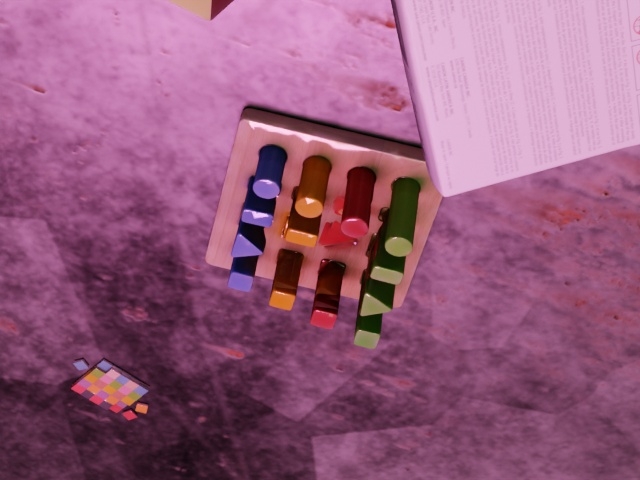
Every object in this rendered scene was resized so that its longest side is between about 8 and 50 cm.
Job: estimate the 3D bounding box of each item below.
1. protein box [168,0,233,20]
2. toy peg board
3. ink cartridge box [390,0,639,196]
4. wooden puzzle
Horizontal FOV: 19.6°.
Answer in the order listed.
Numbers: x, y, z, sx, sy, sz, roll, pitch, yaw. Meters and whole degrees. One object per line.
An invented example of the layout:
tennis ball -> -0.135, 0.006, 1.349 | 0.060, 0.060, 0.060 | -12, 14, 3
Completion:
protein box -> -0.109, -0.261, 0.998 | 0.136, 0.201, 0.200 | -39, 147, 22
toy peg board -> 0.000, 0.000, 1.392 | 0.161, 0.079, 0.161 | 13, 135, -4
ink cartridge box -> 0.172, -0.138, 1.260 | 0.232, 0.066, 0.189 | -18, 133, -3
wooden puzzle -> -0.181, 0.128, 1.602 | 0.083, 0.006, 0.049 | 34, 131, -23
